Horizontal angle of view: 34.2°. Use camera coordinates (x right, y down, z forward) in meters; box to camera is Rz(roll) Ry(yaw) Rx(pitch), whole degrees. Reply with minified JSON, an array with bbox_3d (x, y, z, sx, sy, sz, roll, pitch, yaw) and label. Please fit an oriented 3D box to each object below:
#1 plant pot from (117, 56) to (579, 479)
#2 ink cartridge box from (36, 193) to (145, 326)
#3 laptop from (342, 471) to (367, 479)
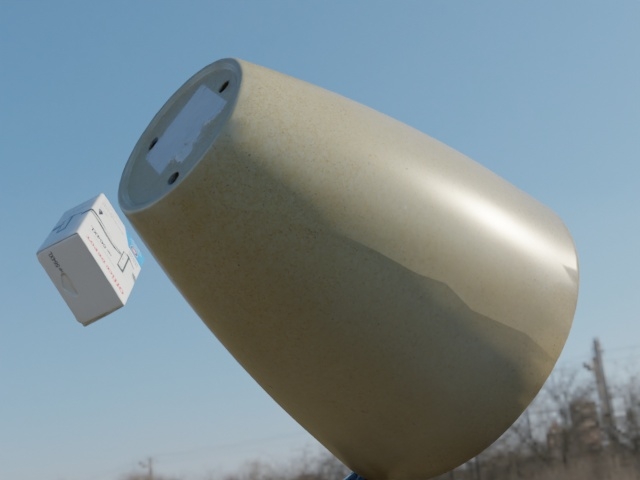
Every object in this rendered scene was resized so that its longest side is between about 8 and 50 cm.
[{"bbox_3d":[0.000,0.000,0.753,0.274,0.256,0.256,37,-37,-28],"label":"plant pot"},{"bbox_3d":[-0.379,0.029,1.736,0.086,0.148,0.203,-26,19,9],"label":"ink cartridge box"},{"bbox_3d":[0.021,0.351,0.832,0.137,0.234,0.264,26,-53,-23],"label":"laptop"}]
